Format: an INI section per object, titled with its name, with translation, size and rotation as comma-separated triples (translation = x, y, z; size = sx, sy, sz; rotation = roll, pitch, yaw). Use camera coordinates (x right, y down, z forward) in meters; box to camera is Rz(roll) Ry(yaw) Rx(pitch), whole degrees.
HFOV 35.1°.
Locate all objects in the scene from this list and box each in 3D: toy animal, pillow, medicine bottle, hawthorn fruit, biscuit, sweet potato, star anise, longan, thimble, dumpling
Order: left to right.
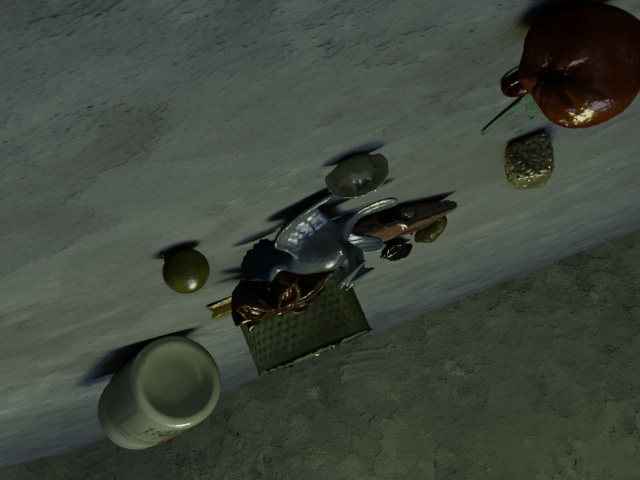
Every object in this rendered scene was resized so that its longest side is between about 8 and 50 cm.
[medicine bottle]
translation = -0.382, 0.361, 2.339
size = 0.211, 0.211, 0.371
rotation = -14, 167, -29
[longan]
translation = -0.206, 0.042, 1.510
size = 0.083, 0.075, 0.075
rotation = 34, 141, -22
[star anise]
translation = -0.075, 0.085, 1.863
size = 0.214, 0.099, 0.220
rotation = -32, 166, -9
[thimble]
translation = -0.036, 0.176, 2.166
size = 0.270, 0.150, 0.271
rotation = -23, 172, -3
[toy animal]
translation = 0.000, 0.000, 1.576
size = 0.255, 0.176, 0.239
rotation = -47, 158, 2
[dumpling]
translation = 0.052, -0.083, 1.349
size = 0.076, 0.057, 0.052
rotation = -12, 166, -33
[pillow]
translation = 0.116, -0.021, 1.789
size = 0.248, 0.049, 0.135
rotation = -17, 168, -32
[sweet potato]
translation = 0.221, -0.023, 1.985
size = 0.041, 0.038, 0.153
rotation = -40, 175, -24
[biscuit]
translation = 0.341, -0.123, 1.640
size = 0.082, 0.070, 0.168
rotation = -12, 172, 8
[hawthorn fruit]
translation = 0.283, -0.189, 1.076
size = 0.138, 0.133, 0.133
rotation = -25, 173, -32

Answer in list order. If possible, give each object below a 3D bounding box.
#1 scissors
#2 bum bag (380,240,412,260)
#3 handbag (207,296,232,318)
[scissors]
translation = 0.282, -0.191, 1.344
size = 0.144, 0.017, 0.248
rotation = -18, 170, -9
[bum bag]
translation = 0.155, 0.020, 2.078
size = 0.058, 0.034, 0.124
rotation = -31, 167, 11
[handbag]
translation = -0.196, 0.139, 2.072
size = 0.061, 0.027, 0.083
rotation = -24, 173, 2
